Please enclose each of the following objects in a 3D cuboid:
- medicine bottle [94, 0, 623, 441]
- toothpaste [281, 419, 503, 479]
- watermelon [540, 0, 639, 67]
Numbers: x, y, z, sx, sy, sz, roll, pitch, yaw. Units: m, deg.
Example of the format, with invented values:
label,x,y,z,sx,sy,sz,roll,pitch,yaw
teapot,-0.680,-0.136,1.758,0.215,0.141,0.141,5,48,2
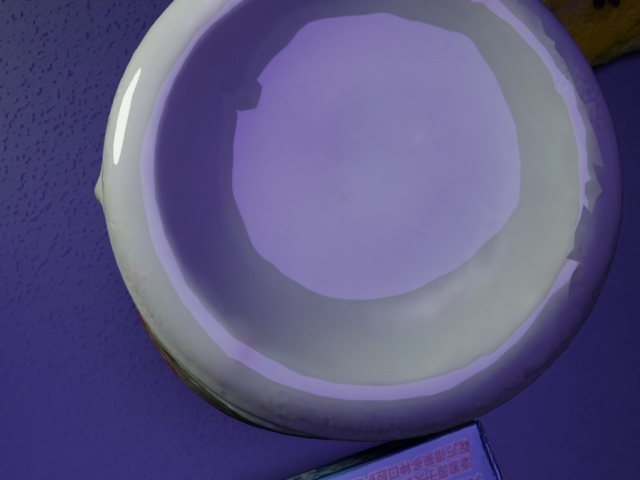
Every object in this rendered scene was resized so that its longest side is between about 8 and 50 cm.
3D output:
label,x,y,z,sx,sy,sz,roll,pitch,yaw
medicine bottle,0.000,0.000,0.632,0.211,0.371,0.211,1,81,-6
toothpaste,-0.023,0.179,0.759,0.272,0.066,0.053,-18,84,-9
watermelon,0.209,-0.198,0.804,0.301,0.129,0.123,-28,84,-4
